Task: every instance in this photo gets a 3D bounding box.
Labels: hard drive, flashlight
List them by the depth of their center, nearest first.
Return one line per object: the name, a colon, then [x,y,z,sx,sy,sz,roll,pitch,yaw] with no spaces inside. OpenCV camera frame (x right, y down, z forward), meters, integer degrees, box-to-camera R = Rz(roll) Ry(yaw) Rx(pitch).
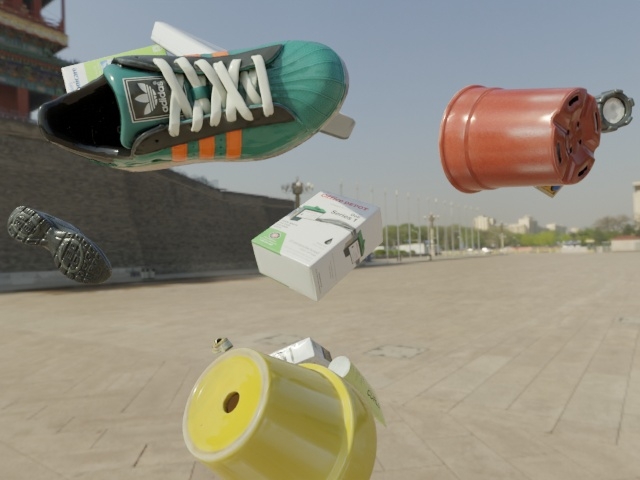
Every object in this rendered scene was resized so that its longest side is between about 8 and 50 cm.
hard drive: [-0.127,-0.300,0.854,0.353,0.047,0.232,38,21,31]
flashlight: [0.697,-0.328,1.236,0.103,0.103,0.304,-30,8,-2]

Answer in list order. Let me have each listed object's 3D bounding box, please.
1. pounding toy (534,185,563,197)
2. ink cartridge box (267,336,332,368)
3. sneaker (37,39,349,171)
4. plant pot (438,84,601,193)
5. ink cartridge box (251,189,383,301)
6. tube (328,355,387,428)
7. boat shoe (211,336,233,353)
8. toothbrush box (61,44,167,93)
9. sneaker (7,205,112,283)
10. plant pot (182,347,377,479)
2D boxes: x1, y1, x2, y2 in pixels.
pounding toy: [0.672,-0.204,1.303,0.130,0.141,0.100,14,29,-39]
ink cartridge box: [-0.140,0.387,1.312,0.332,0.065,0.165,-25,-33,9]
sneaker: [-0.125,-0.125,0.438,0.301,0.108,0.121,-11,3,16]
plant pot: [0.467,-0.235,1.055,0.272,0.273,0.265,-1,9,-35]
ink cartridge box: [0.000,0.000,0.908,0.160,0.093,0.219,21,46,35]
tube: [0.102,0.370,1.120,0.062,0.070,0.240,1,-41,42]
boat shoe: [-0.331,0.345,1.513,0.050,0.045,0.135,-29,2,-39]
toothbrush box: [-0.553,-0.423,1.323,0.282,0.122,0.206,-21,-20,-10]
sneaker: [-0.644,0.007,1.169,0.286,0.109,0.130,37,3,3]
plant pot: [-0.073,0.296,0.719,0.253,0.254,0.239,-3,-37,39]
